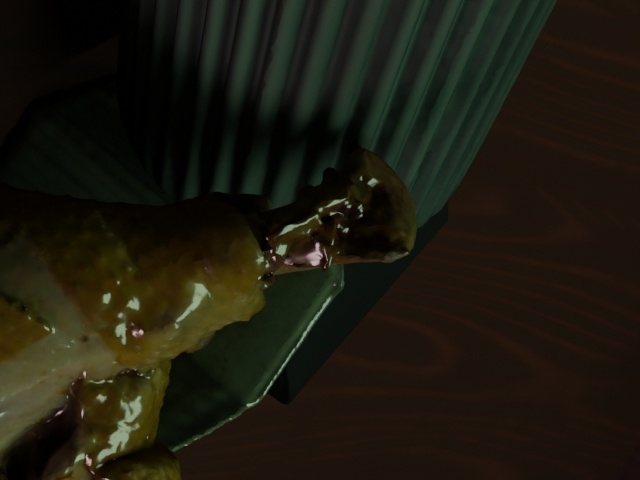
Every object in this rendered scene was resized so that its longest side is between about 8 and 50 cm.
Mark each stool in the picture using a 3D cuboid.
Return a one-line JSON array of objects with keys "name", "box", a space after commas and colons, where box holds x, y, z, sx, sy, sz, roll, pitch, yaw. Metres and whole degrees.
[{"name": "stool", "box": [0.011, -0.186, 1.230, 0.297, 0.297, 0.330, -34, 157, -33]}]

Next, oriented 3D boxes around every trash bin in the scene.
[{"name": "trash bin", "box": [0.000, 0.000, 1.701, 0.225, 0.115, 0.165, -46, 156, -20]}]

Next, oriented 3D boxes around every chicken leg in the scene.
[{"name": "chicken leg", "box": [-0.124, 0.073, 1.210, 0.409, 0.295, 0.182, -17, -175, 13]}]

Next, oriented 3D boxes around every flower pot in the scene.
[{"name": "flower pot", "box": [-0.121, 0.019, 1.404, 0.239, 0.189, 0.209, -29, 149, -45]}]
